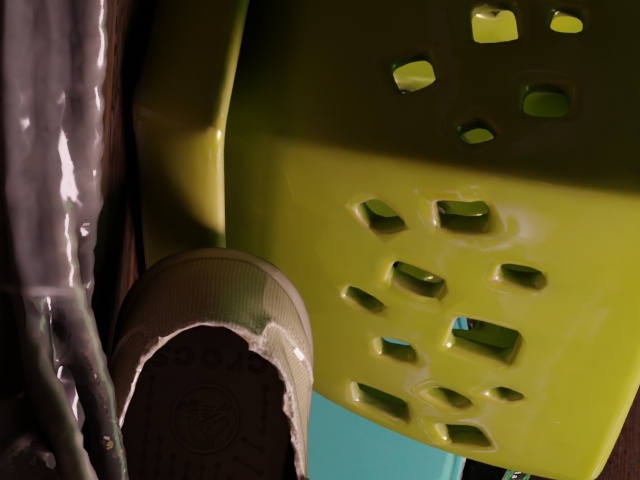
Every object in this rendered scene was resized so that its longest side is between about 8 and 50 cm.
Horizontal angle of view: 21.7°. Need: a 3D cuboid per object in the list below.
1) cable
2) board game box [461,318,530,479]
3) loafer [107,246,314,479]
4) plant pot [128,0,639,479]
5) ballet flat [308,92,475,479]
[{"bbox_3d":[-0.051,0.035,0.383,0.139,0.072,0.287,176,-79,-86],"label":"cable"},{"bbox_3d":[0.046,0.039,0.977,0.260,0.030,0.136,44,-62,40],"label":"board game box"},{"bbox_3d":[-0.047,0.135,0.576,0.092,0.102,0.268,38,50,-86],"label":"loafer"},{"bbox_3d":[0.038,-0.053,0.697,0.227,0.207,0.228,95,2,-56],"label":"plant pot"},{"bbox_3d":[0.000,0.000,0.921,0.182,0.164,0.483,170,-73,-67],"label":"ballet flat"}]
